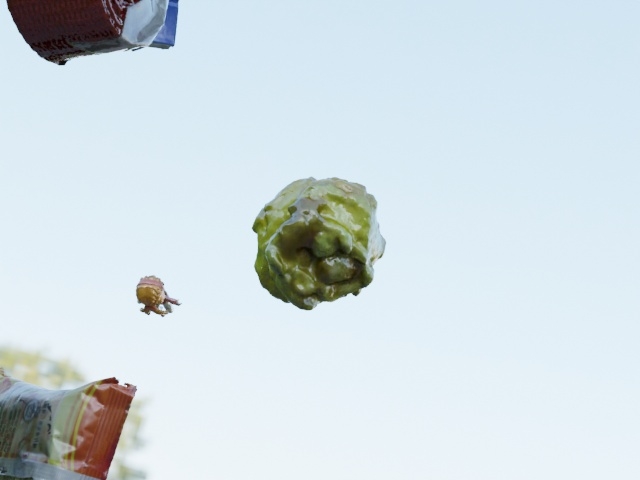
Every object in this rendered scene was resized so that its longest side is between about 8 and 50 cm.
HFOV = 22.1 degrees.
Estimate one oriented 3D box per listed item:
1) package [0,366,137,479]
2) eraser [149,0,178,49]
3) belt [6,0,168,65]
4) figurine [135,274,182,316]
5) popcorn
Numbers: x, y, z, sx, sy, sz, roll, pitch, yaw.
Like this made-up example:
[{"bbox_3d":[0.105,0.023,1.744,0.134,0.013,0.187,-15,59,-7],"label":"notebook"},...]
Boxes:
[{"bbox_3d":[-0.336,0.257,1.940,0.288,0.223,0.108,-4,-18,43],"label":"package"},{"bbox_3d":[-0.201,-0.249,1.816,0.084,0.063,0.027,8,-9,-18],"label":"eraser"},{"bbox_3d":[-0.199,-0.258,1.422,0.124,0.201,0.128,-5,3,27],"label":"belt"},{"bbox_3d":[-0.219,0.082,2.210,0.064,0.047,0.109,1,-19,8],"label":"figurine"},{"bbox_3d":[0.002,0.003,2.246,0.197,0.198,0.155,23,2,-25],"label":"popcorn"}]
